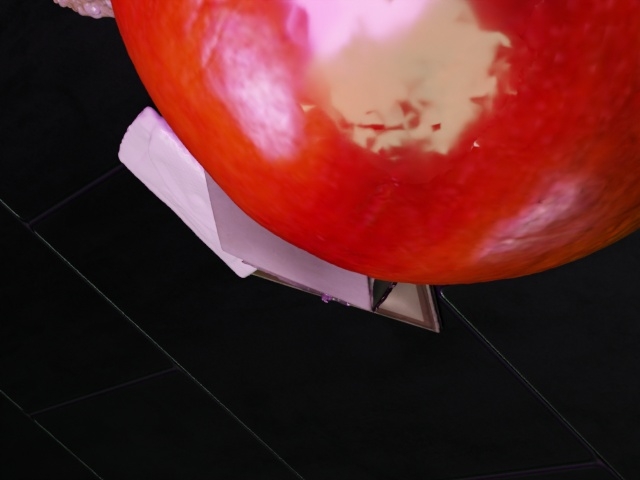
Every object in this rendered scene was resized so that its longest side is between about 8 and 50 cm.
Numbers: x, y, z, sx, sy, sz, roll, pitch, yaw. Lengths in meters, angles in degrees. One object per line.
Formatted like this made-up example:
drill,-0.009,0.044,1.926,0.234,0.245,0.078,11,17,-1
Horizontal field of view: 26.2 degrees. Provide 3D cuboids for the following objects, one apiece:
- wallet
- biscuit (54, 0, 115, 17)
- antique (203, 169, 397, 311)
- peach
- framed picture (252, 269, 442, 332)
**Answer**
wallet,-0.115,-0.042,1.290,0.183,0.032,0.124,43,155,-6
biscuit,-0.164,-0.246,1.078,0.133,0.032,0.250,32,148,3
antique,0.011,-0.055,1.062,0.152,0.147,0.148,21,144,24
peach,0.074,-0.177,0.640,0.388,0.388,0.388,24,147,17
framed picture,0.000,0.000,1.275,0.231,0.010,0.173,17,144,28
